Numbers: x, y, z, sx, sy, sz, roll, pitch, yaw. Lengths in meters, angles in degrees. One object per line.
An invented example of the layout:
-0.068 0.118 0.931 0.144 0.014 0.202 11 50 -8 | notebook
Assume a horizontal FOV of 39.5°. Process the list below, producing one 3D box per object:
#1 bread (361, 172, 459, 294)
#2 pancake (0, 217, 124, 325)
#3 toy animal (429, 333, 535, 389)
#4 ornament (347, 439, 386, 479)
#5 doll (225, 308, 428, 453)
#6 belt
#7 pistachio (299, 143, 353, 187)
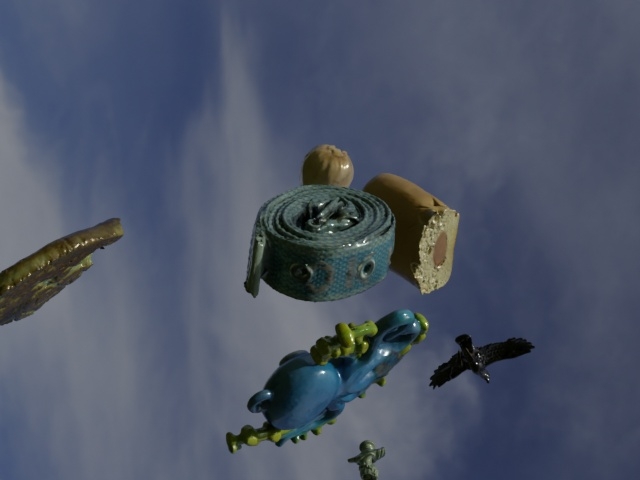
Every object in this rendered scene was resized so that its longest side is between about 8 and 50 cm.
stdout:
0.113 -0.013 1.248 0.173 0.085 0.134 31 -54 47 | bread
-0.465 0.070 1.413 0.054 0.376 0.197 49 -33 10 | pancake
0.290 0.225 1.672 0.220 0.108 0.062 -28 -135 25 | toy animal
0.084 0.387 1.571 0.068 0.092 0.041 -11 -64 32 | ornament
0.019 0.215 1.467 0.099 0.341 0.346 52 -46 23 | doll
0.003 -0.003 0.919 0.163 0.147 0.082 -84 -179 -63 | belt
0.005 -0.134 1.963 0.145 0.117 0.200 -63 -179 -22 | pistachio
